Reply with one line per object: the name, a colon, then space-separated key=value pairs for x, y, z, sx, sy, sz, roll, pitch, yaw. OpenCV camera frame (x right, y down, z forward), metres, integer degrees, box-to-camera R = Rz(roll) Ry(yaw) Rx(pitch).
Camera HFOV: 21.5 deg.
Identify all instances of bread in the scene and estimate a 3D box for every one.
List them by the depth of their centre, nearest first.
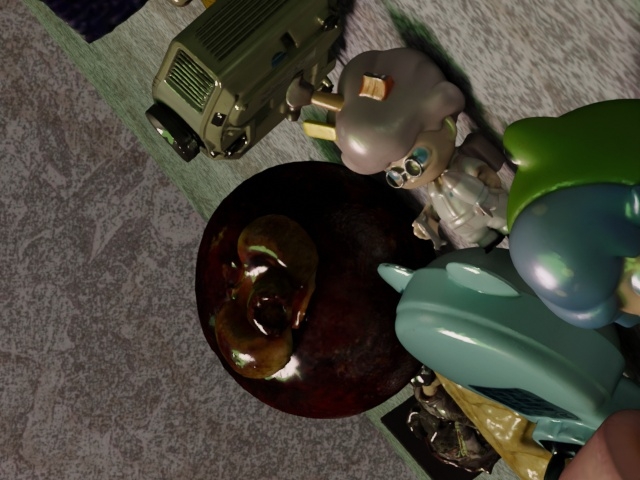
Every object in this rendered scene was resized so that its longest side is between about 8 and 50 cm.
bread: x=0.217 y=0.160 z=1.733 sx=0.268 sy=0.130 sz=0.152 roll=53 pitch=-152 yaw=-25

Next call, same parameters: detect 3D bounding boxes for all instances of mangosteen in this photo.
mangosteen: x=-0.014 y=0.063 z=1.899 sx=0.297 sy=0.293 sz=0.297 roll=30 pitch=139 yaw=29

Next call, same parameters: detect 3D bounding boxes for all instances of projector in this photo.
projector: x=-0.066 y=-0.154 z=1.546 sx=0.088 sy=0.193 sz=0.269 roll=47 pitch=172 yaw=7

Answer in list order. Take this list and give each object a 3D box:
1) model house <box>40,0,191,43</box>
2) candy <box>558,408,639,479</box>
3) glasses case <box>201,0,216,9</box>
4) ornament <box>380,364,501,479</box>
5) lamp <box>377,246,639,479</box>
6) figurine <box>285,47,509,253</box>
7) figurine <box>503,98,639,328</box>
model house: x=-0.205 y=-0.308 z=1.457 sx=0.284 sy=0.243 sz=0.298 roll=46 pitch=-176 yaw=-12
candy: x=0.313 y=0.244 z=1.406 sx=0.255 sy=0.094 sz=0.255 roll=30 pitch=-158 yaw=-13
glasses case: x=-0.084 y=-0.243 z=1.692 sx=0.079 sy=0.064 sz=0.234 roll=51 pitch=176 yaw=41
ornament: x=0.155 y=0.179 z=2.040 sx=0.166 sy=0.153 sz=0.196 roll=46 pitch=168 yaw=39
lamp: x=0.190 y=0.105 z=1.526 sx=0.284 sy=0.147 sz=0.209 roll=51 pitch=160 yaw=-16
figurine: x=0.083 y=-0.083 z=1.417 sx=0.229 sy=0.112 sz=0.137 roll=44 pitch=145 yaw=-8
figurine: x=0.228 y=0.008 z=1.010 sx=0.263 sy=0.143 sz=0.162 roll=27 pitch=171 yaw=22
